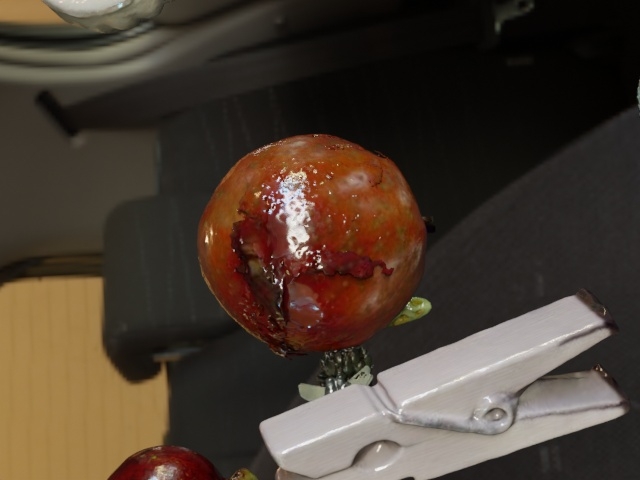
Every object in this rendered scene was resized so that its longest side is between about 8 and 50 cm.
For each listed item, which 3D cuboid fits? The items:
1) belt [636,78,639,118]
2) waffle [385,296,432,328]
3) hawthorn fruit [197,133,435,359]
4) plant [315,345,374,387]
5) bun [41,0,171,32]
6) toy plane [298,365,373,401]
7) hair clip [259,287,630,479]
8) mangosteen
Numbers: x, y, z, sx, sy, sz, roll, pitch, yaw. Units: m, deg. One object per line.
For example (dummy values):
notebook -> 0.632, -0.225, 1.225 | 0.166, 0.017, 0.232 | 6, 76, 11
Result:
belt -> 0.533, -0.158, 1.466 | 0.257, 0.150, 0.207 | 41, 135, 40
waffle -> 0.037, 0.113, 1.674 | 0.214, 0.207, 0.054 | 151, 109, -68
hawthorn fruit -> -0.017, 0.002, 1.474 | 0.316, 0.316, 0.316 | 177, 90, -82
plant -> 0.043, 0.241, 1.968 | 0.094, 0.092, 0.143 | -5, 93, 42
bun -> -0.293, -0.414, 1.750 | 0.175, 0.263, 0.263 | 44, -143, -64
toy plane -> 0.052, 0.306, 1.562 | 0.088, 0.192, 0.262 | 102, 153, -86
hair clip -> 0.113, 0.151, 1.040 | 0.085, 0.330, 0.101 | -119, 12, -59
mangosteen -> -0.189, 0.396, 1.651 | 0.215, 0.257, 0.215 | -7, -90, -83
